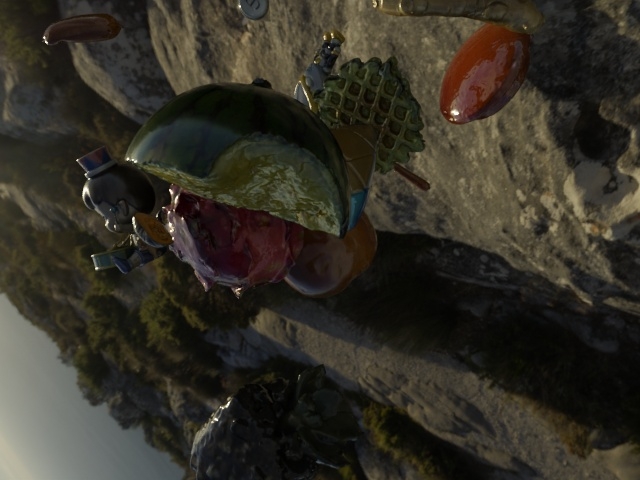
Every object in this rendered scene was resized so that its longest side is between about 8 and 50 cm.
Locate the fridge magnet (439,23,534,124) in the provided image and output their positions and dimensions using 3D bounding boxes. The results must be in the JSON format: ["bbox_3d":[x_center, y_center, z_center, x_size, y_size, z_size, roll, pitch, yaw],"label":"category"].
[{"bbox_3d":[0.531,-0.543,1.483,0.155,0.364,0.363,23,146,-23],"label":"fridge magnet"}]

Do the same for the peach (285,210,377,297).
[{"bbox_3d":[0.000,0.000,1.432,0.302,0.343,0.342,48,141,-14],"label":"peach"}]

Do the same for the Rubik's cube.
[{"bbox_3d":[0.044,-0.138,0.986,0.254,0.254,0.255,24,131,30],"label":"Rubik's cube"}]

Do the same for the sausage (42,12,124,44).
[{"bbox_3d":[-0.537,-0.476,1.026,0.054,0.183,0.062,87,175,-52],"label":"sausage"}]

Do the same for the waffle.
[{"bbox_3d":[0.134,-0.334,1.248,0.297,0.073,0.317,-14,111,35],"label":"waffle"}]

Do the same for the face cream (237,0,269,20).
[{"bbox_3d":[-0.206,-0.727,1.404,0.143,0.314,0.089,40,103,-23],"label":"face cream"}]

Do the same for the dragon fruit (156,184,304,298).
[{"bbox_3d":[-0.239,-0.022,1.164,0.370,0.249,0.387,-5,110,31],"label":"dragon fruit"}]

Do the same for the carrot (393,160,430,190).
[{"bbox_3d":[0.340,-0.275,1.850,0.247,0.043,0.043,37,137,13],"label":"carrot"}]

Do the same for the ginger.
[{"bbox_3d":[0.353,-0.618,1.157,0.348,0.362,0.122,51,153,31],"label":"ginger"}]

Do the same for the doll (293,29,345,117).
[{"bbox_3d":[-0.011,-0.467,1.368,0.145,0.103,0.317,25,95,34],"label":"doll"}]

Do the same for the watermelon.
[{"bbox_3d":[-0.097,-0.131,0.684,0.330,0.330,0.190,23,88,31],"label":"watermelon"}]

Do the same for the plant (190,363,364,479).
[{"bbox_3d":[-0.085,0.376,0.881,0.312,0.213,0.215,-37,68,29],"label":"plant"}]

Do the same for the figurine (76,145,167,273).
[{"bbox_3d":[-0.439,-0.067,0.997,0.161,0.158,0.276,177,80,-78],"label":"figurine"}]

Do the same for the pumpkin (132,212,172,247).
[{"bbox_3d":[-0.278,-0.011,0.743,0.083,0.050,0.028,42,106,28],"label":"pumpkin"}]
